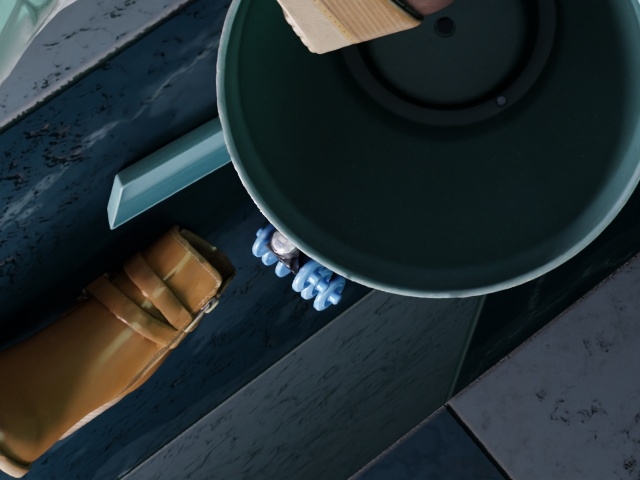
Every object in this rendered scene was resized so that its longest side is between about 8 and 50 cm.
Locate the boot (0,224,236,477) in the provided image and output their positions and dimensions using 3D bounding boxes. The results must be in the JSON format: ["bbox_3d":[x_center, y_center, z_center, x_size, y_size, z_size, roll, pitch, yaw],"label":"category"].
[{"bbox_3d":[-0.180,0.083,1.523,0.220,0.109,0.283,-41,167,9],"label":"boot"}]

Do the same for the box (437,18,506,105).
[{"bbox_3d":[0.123,-0.135,1.731,0.232,0.059,0.183,-23,156,-49],"label":"box"}]

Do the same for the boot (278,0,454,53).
[{"bbox_3d":[0.039,-0.221,1.087,0.206,0.090,0.248,-28,146,11],"label":"boot"}]

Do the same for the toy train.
[{"bbox_3d":[0.000,0.000,1.797,0.105,0.080,0.184,-49,163,-2],"label":"toy train"}]

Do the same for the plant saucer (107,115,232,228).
[{"bbox_3d":[-0.089,-0.074,1.479,0.192,0.018,0.067,-31,162,-28],"label":"plant saucer"}]

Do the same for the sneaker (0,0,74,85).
[{"bbox_3d":[-0.159,-0.132,0.960,0.305,0.114,0.152,-48,162,28],"label":"sneaker"}]

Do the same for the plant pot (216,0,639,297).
[{"bbox_3d":[0.086,-0.132,1.314,0.293,0.293,0.196,-46,-170,19],"label":"plant pot"}]
